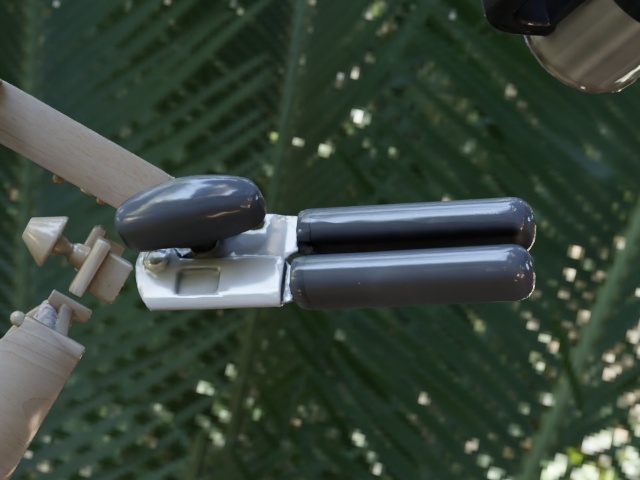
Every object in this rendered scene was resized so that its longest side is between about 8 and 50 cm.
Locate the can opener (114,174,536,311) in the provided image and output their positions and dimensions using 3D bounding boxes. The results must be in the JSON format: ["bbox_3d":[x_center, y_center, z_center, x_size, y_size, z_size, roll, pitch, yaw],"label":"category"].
[{"bbox_3d":[0.000,0.000,1.012,0.283,0.076,0.095,-3,-33,15],"label":"can opener"}]

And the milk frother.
[{"bbox_3d":[0.156,-0.174,0.793,0.129,0.143,0.135,16,-22,-16],"label":"milk frother"}]

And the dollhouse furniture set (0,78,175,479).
[{"bbox_3d":[-0.287,0.056,1.269,0.174,0.355,0.303,30,0,-9],"label":"dollhouse furniture set"}]
